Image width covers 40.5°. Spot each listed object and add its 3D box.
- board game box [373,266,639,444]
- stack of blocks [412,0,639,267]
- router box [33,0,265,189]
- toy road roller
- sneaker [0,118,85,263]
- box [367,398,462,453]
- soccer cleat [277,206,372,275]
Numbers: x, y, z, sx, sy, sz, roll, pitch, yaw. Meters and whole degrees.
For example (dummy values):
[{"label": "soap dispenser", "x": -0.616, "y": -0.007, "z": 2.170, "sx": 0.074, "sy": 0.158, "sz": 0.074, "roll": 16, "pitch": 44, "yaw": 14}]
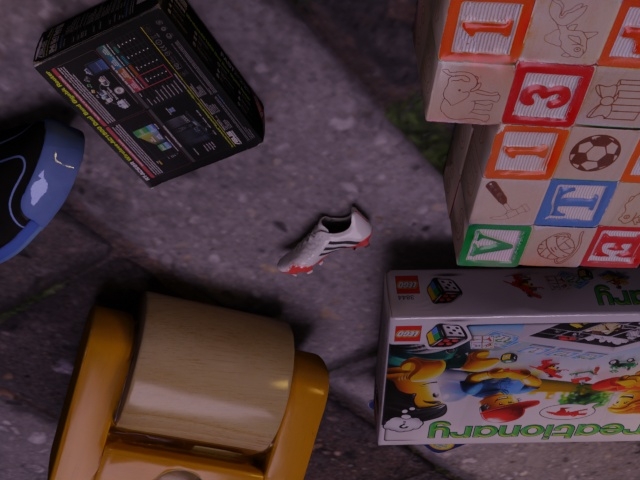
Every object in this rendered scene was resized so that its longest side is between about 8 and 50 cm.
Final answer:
[{"label": "board game box", "x": 0.201, "y": 0.100, "z": 0.723, "sx": 0.305, "sy": 0.053, "sz": 0.193, "roll": -1, "pitch": 138, "yaw": 0}, {"label": "stack of blocks", "x": 0.143, "y": -0.109, "z": 0.504, "sx": 0.171, "sy": 0.087, "sz": 0.297, "roll": 2, "pitch": 139, "yaw": -4}, {"label": "router box", "x": -0.104, "y": -0.096, "z": 0.549, "sx": 0.092, "sy": 0.038, "sz": 0.122, "roll": -19, "pitch": 136, "yaw": 19}, {"label": "toy road roller", "x": -0.147, "y": 0.197, "z": 0.808, "sx": 0.203, "sy": 0.240, "sz": 0.329, "roll": 15, "pitch": 100, "yaw": -18}, {"label": "sneaker", "x": -0.263, "y": -0.025, "z": 0.593, "sx": 0.232, "sy": 0.081, "sz": 0.090, "roll": -28, "pitch": 140, "yaw": 29}, {"label": "box", "x": 0.169, "y": 0.131, "z": 0.823, "sx": 0.225, "sy": 0.036, "sz": 0.136, "roll": -29, "pitch": 132, "yaw": 26}, {"label": "soccer cleat", "x": 0.000, "y": 0.000, "z": 0.675, "sx": 0.083, "sy": 0.029, "sz": 0.035, "roll": -22, "pitch": 127, "yaw": 17}]
